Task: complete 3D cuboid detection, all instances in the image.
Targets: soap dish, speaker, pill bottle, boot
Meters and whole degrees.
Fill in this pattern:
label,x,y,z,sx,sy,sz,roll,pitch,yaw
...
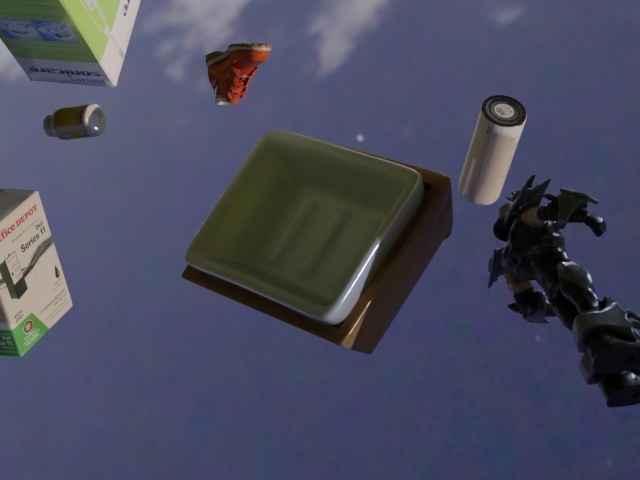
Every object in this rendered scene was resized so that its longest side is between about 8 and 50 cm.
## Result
label,x,y,z,sx,sy,sz,roll,pitch,yaw
soap dish,0.000,0.000,1.708,0.291,0.118,0.229,20,-108,45
speaker,0.202,-0.105,1.719,0.055,0.136,0.055,5,-131,-6
pill bottle,-0.327,-0.156,1.922,0.083,0.043,0.043,-3,-137,34
boot,-0.118,-0.249,2.164,0.059,0.084,0.158,-1,173,-30

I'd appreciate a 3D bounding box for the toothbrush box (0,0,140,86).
label,x,y,z,sx,sy,sz,roll,pitch,yaw
toothbrush box,-0.307,-0.337,1.670,0.122,0.283,0.206,5,-113,16

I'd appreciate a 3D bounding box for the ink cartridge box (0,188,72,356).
label,x,y,z,sx,sy,sz,roll,pitch,yaw
ink cartridge box,-0.466,0.045,2.163,0.087,0.208,0.153,2,-149,26

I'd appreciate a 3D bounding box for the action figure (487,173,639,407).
label,x,y,z,sx,sy,sz,roll,pitch,yaw
action figure,0.267,0.049,1.576,0.099,0.185,0.285,-17,-131,-15
